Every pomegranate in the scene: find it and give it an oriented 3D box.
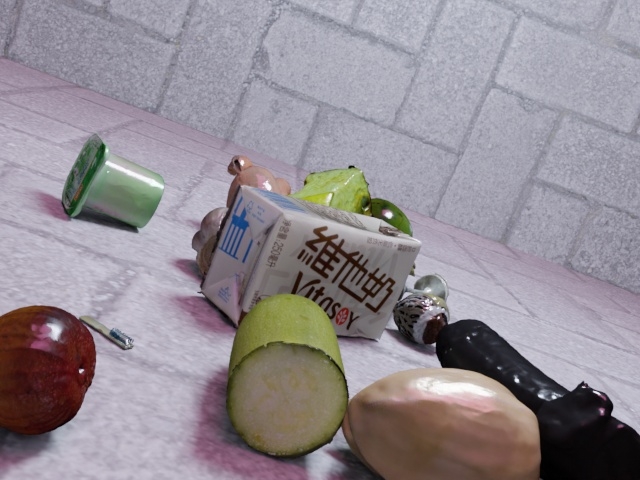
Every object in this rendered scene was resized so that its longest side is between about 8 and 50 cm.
[{"bbox_3d":[0.145,0.009,1.720,0.225,0.187,0.187,46,1,-25],"label":"pomegranate"}]

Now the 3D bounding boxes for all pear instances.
[{"bbox_3d":[0.000,0.000,1.477,0.163,0.239,0.255,0,26,31],"label":"pear"}]

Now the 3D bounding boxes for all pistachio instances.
[{"bbox_3d":[0.134,0.218,0.799,0.229,0.157,0.157,17,12,-4],"label":"pistachio"}]

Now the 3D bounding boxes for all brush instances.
[{"bbox_3d":[-0.262,0.109,0.881,0.083,0.013,0.016,25,14,24],"label":"brush"}]

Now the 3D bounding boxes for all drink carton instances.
[{"bbox_3d":[-0.379,-0.099,1.333,0.142,0.146,0.144,23,9,-35],"label":"drink carton"},{"bbox_3d":[-0.009,0.045,1.171,0.324,0.194,0.132,11,17,-42],"label":"drink carton"}]

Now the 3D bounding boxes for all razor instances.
[{"bbox_3d":[0.275,0.224,0.938,0.189,0.107,0.327,53,-8,-23],"label":"razor"}]

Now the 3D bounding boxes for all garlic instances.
[{"bbox_3d":[-0.139,0.004,1.285,0.194,0.131,0.127,2,51,-55],"label":"garlic"}]

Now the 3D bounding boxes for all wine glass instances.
[{"bbox_3d":[0.172,0.100,1.459,0.182,0.122,0.122,15,13,-47],"label":"wine glass"}]

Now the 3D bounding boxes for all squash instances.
[{"bbox_3d":[-0.040,0.140,0.854,0.132,0.133,0.247,20,11,-7],"label":"squash"}]

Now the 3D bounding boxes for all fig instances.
[{"bbox_3d":[-0.273,0.127,0.634,0.119,0.153,0.119,55,-10,14],"label":"fig"}]

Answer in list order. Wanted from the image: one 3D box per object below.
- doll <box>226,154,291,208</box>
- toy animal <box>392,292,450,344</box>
[{"bbox_3d":[-0.116,-0.045,1.602,0.303,0.156,0.201,39,32,-56],"label":"doll"},{"bbox_3d":[0.172,0.141,1.320,0.137,0.098,0.098,14,12,-4],"label":"toy animal"}]
